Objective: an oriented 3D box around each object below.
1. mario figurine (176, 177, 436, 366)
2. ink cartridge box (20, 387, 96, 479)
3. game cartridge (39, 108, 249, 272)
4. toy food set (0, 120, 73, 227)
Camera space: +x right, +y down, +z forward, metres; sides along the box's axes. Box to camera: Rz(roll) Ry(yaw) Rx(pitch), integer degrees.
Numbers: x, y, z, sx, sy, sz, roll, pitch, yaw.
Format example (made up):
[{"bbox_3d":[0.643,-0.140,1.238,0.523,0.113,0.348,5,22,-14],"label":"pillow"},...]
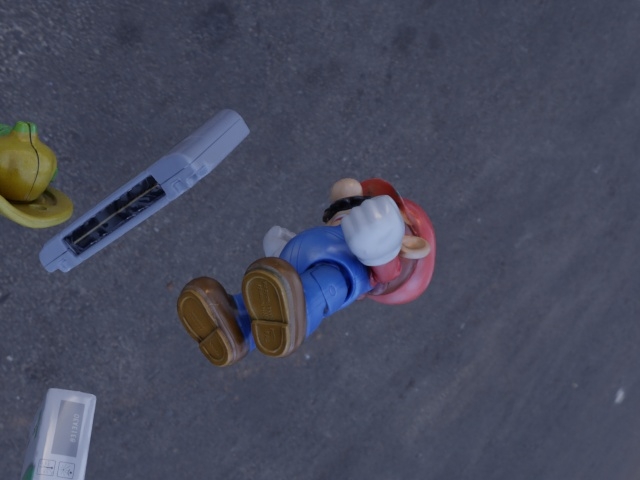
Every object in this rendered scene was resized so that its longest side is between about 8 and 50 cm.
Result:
[{"bbox_3d":[0.000,0.000,0.724,0.320,0.198,0.170,-25,133,-54],"label":"mario figurine"},{"bbox_3d":[-0.289,0.279,0.727,0.056,0.181,0.225,18,135,-25],"label":"ink cartridge box"},{"bbox_3d":[-0.235,-0.071,0.986,0.060,0.294,0.196,55,28,-11],"label":"game cartridge"},{"bbox_3d":[-0.269,-0.073,0.507,0.128,0.217,0.071,-19,126,-65],"label":"toy food set"}]
